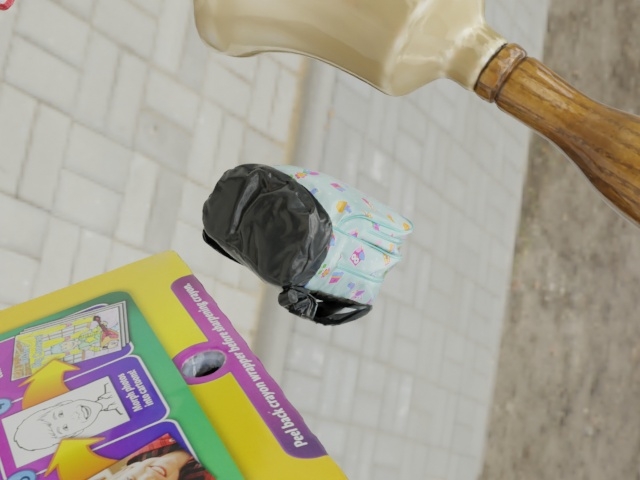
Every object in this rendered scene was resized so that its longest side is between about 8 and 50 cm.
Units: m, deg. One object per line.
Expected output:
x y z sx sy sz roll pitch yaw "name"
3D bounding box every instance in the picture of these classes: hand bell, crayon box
0.079 -0.060 0.455 0.126 0.242 0.126 -46 165 -17 "hand bell"
-0.173 0.166 0.710 0.313 0.363 0.106 -22 119 -15 "crayon box"

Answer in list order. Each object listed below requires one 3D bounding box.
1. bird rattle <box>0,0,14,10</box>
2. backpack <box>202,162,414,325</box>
-0.340 -0.181 0.786 0.253 0.143 0.207 14 62 -32 "bird rattle"
0.000 0.000 1.025 0.182 0.152 0.115 19 111 -52 "backpack"
